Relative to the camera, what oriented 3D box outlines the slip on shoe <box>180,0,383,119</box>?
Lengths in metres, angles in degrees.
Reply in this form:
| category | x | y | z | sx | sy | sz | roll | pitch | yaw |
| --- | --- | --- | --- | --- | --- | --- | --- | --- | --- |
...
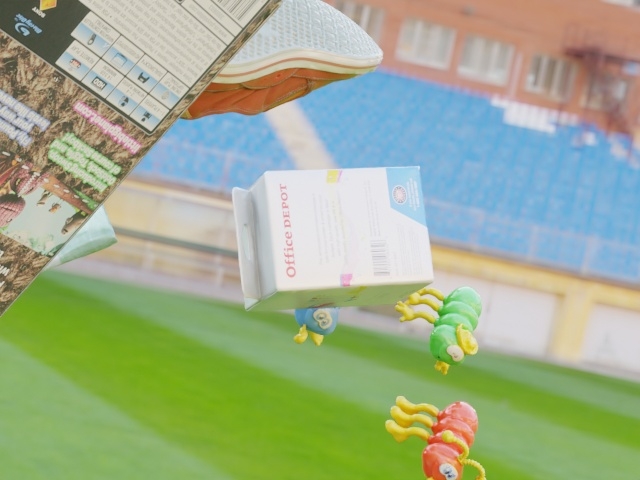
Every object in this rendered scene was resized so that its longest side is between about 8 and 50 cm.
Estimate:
| category | x | y | z | sx | sy | sz | roll | pitch | yaw |
| --- | --- | --- | --- | --- | --- | --- | --- | --- | --- |
| slip on shoe | -0.054 | -0.194 | 1.747 | 0.123 | 0.101 | 0.331 | 47 | 35 | 19 |

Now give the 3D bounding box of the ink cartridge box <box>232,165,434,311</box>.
| category | x | y | z | sx | sy | sz | roll | pitch | yaw |
| --- | --- | --- | --- | --- | --- | --- | --- | --- | --- |
| ink cartridge box | 0.000 | 0.000 | 1.232 | 0.143 | 0.092 | 0.090 | -2 | -13 | -18 |

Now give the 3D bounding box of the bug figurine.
| category | x | y | z | sx | sy | sz | roll | pitch | yaw |
| --- | --- | --- | --- | --- | --- | --- | --- | --- | --- |
| bug figurine | 0.069 | 0.075 | 1.383 | 0.072 | 0.216 | 0.279 | -20 | -57 | 34 |

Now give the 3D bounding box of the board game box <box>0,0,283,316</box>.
| category | x | y | z | sx | sy | sz | roll | pitch | yaw |
| --- | --- | --- | --- | --- | --- | --- | --- | --- | --- |
| board game box | -0.204 | -0.103 | 0.839 | 0.141 | 0.291 | 0.232 | 44 | 4 | 31 |

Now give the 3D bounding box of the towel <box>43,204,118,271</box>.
| category | x | y | z | sx | sy | sz | roll | pitch | yaw |
| --- | --- | --- | --- | --- | --- | --- | --- | --- | --- |
| towel | -0.351 | 0.009 | 1.452 | 0.325 | 0.038 | 0.248 | -23 | 32 | -5 |
